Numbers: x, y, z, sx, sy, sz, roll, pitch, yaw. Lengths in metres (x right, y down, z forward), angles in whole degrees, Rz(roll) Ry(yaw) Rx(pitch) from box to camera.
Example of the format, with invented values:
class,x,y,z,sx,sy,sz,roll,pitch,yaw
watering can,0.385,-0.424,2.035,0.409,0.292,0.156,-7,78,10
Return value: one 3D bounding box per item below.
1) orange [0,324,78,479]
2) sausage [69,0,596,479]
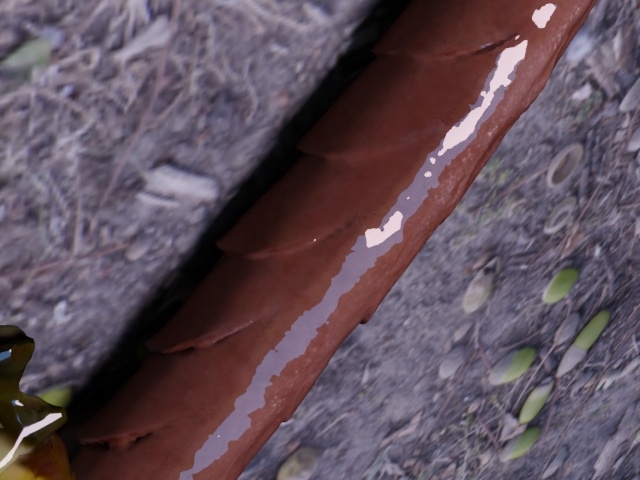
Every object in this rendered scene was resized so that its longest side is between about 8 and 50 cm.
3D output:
class,x,y,z,sx,sy,sz,roll,pitch,yaw
orange,-0.219,0.108,0.375,0.271,0.210,0.368,-60,157,-30
sausage,0.001,0.002,0.665,0.433,0.088,0.088,-51,148,4
